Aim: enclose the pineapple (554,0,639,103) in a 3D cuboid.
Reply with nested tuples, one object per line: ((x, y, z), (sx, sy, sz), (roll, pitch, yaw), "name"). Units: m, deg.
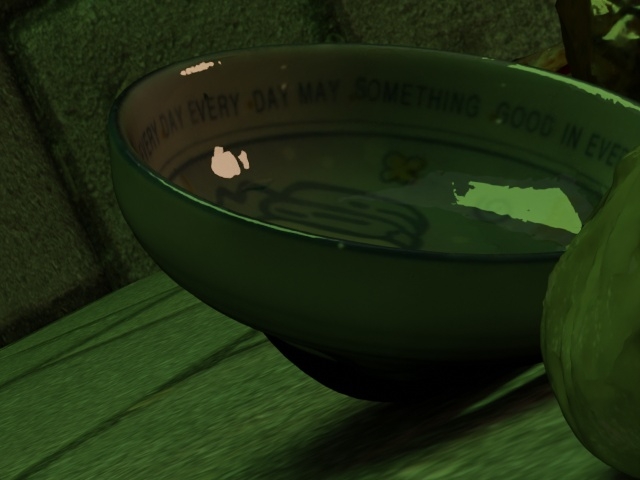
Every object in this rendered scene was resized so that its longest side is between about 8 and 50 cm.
((0.294, -0.123, 1.219), (0.278, 0.158, 0.158), (-12, 4, 3), "pineapple")

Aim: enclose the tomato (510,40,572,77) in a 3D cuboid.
((0.207, -0.107, 1.732), (0.228, 0.112, 0.199), (-22, 11, 25), "tomato")

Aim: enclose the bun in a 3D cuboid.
((0.141, -0.004, 0.569), (0.183, 0.102, 0.183), (-21, 4, 2), "bun")

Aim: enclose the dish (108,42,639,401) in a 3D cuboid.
((0.037, 0.011, 0.905), (0.273, 0.134, 0.273), (3, 23, -1), "dish")
